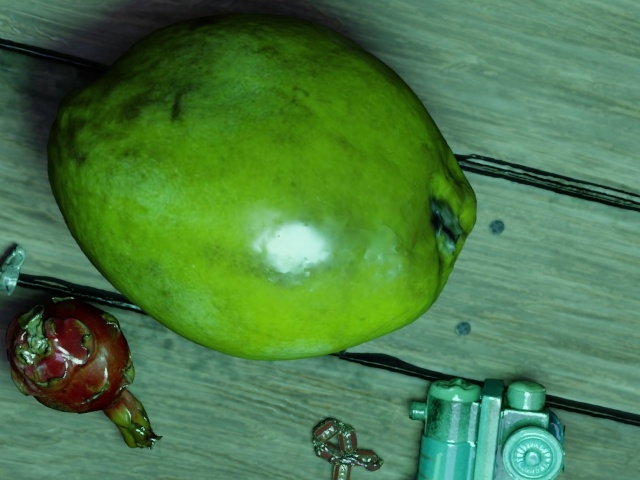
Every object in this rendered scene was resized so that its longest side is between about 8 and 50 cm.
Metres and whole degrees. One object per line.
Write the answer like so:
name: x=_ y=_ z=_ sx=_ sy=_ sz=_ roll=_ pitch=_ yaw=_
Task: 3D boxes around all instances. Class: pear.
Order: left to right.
pear: x=-0.058 y=-0.048 z=1.696 sx=0.413 sy=0.352 sz=0.352 roll=22 pitch=105 yaw=9

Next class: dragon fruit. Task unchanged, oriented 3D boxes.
dragon fruit: x=-0.247 y=0.152 z=1.852 sx=0.125 sy=0.125 sz=0.246 roll=-16 pitch=130 yaw=31

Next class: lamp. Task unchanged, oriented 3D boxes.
lamp: x=0.026 y=0.239 z=1.965 sx=0.063 sy=0.031 sz=0.083 roll=-32 pitch=106 yaw=2

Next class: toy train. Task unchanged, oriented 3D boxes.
toy train: x=0.176 y=0.300 z=1.958 sx=0.194 sy=0.120 sz=0.298 roll=7 pitch=99 yaw=7

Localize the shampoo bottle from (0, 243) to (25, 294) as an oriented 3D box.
shampoo bottle: x=-0.417 y=0.010 z=1.806 sx=0.207 sy=0.057 sz=0.063 roll=17 pitch=97 yaw=-16
